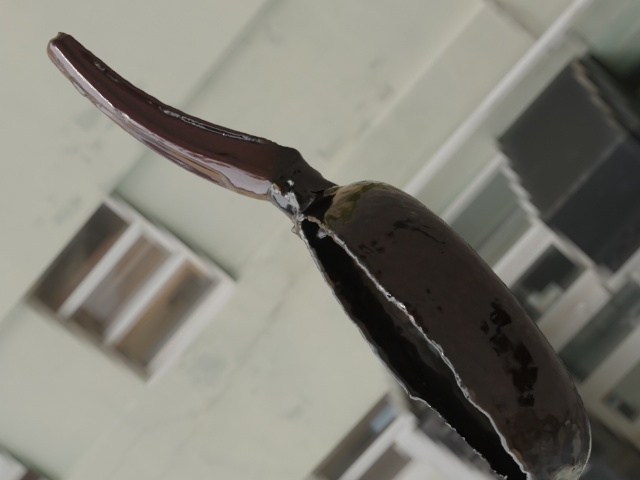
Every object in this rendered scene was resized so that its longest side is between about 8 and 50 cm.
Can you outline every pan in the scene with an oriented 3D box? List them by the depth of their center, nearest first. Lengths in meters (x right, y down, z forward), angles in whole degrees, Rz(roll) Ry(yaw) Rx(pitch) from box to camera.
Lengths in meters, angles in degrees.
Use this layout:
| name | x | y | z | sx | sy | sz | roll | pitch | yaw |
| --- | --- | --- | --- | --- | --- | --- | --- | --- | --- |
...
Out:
| name | x | y | z | sx | sy | sz | roll | pitch | yaw |
| --- | --- | --- | --- | --- | --- | --- | --- | --- | --- |
| pan | 0.002 | -0.003 | 0.578 | 0.212 | 0.040 | 0.115 | 42 | 170 | 13 |
